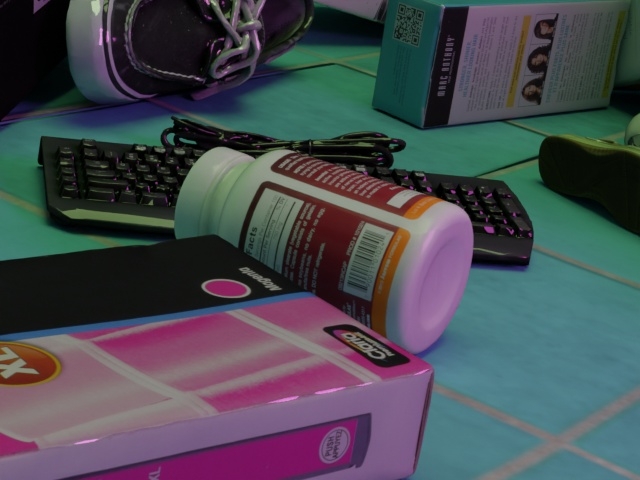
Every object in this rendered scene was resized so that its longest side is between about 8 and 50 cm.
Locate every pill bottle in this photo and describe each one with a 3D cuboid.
[{"bbox_3d":[0.000,0.000,0.952,0.152,0.086,0.086,20,22,25],"label":"pill bottle"}]

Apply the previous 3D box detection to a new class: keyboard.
[{"bbox_3d":[-0.025,-0.042,1.139,0.317,0.033,0.201,6,20,-15],"label":"keyboard"}]

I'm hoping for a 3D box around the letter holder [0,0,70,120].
[{"bbox_3d":[-0.277,-0.222,1.256,0.214,0.152,0.302,12,31,11],"label":"letter holder"}]

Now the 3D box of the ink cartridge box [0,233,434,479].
[{"bbox_3d":[-0.145,0.071,0.731,0.370,0.069,0.175,-10,28,-39],"label":"ink cartridge box"}]

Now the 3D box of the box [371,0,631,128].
[{"bbox_3d":[0.154,-0.157,1.439,0.244,0.101,0.060,-9,26,-43],"label":"box"}]

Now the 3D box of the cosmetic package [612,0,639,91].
[{"bbox_3d":[0.426,-0.219,1.415,0.230,0.162,0.453,1,-3,-23],"label":"cosmetic package"}]

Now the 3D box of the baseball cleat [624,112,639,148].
[{"bbox_3d":[0.331,-0.050,1.304,0.205,0.072,0.109,2,35,-9],"label":"baseball cleat"}]

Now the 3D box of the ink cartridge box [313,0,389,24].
[{"bbox_3d":[0.031,-0.262,1.626,0.203,0.086,0.148,10,16,-39],"label":"ink cartridge box"}]

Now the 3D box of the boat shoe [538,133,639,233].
[{"bbox_3d":[0.219,-0.042,1.225,0.048,0.056,0.153,-10,20,-34],"label":"boat shoe"}]

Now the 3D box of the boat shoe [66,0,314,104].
[{"bbox_3d":[-0.088,-0.163,1.321,0.104,0.113,0.306,1,7,20],"label":"boat shoe"}]
